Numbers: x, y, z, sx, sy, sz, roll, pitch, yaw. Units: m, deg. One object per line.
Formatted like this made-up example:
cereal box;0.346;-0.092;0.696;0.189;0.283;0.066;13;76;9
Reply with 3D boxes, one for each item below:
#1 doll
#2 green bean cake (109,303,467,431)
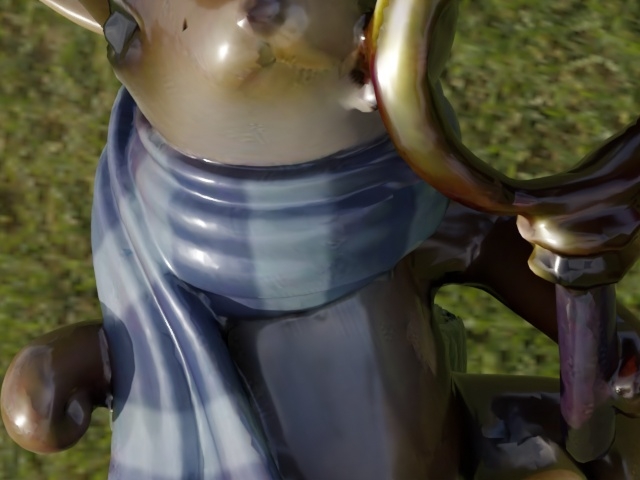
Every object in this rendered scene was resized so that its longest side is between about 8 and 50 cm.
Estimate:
doll;-0.001;0.002;0.684;0.318;0.209;0.340;-3;107;9
green bean cake;-0.012;0.078;1.045;0.183;0.185;0.094;2;94;11
